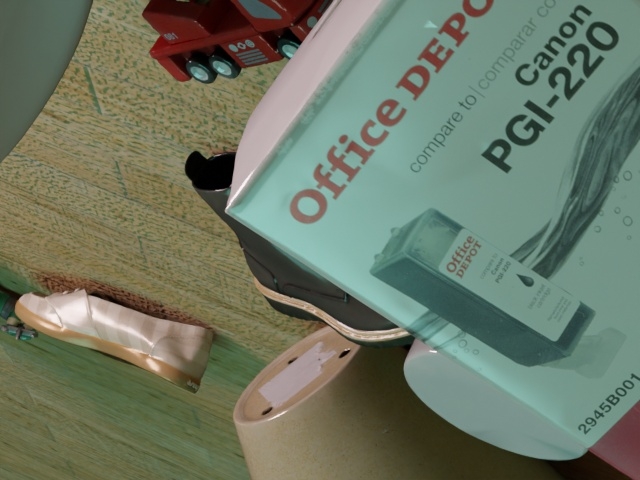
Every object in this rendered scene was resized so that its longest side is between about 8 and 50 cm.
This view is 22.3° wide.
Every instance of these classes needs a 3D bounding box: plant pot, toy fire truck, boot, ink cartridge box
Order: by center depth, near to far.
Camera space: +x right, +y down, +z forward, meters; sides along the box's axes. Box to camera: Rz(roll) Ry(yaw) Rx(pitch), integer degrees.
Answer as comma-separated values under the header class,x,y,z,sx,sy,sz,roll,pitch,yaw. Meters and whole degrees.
class,x,y,z,sx,sy,sz,roll,pitch,yaw
ink cartridge box,0.097,-0.026,0.607,0.218,0.092,0.158,34,115,-9
toy fire truck,-0.086,-0.152,0.923,0.192,0.047,0.135,-5,138,50
boot,0.000,0.000,1.110,0.197,0.077,0.137,3,141,42
plant pot,0.059,0.207,1.286,0.274,0.256,0.256,53,149,-15

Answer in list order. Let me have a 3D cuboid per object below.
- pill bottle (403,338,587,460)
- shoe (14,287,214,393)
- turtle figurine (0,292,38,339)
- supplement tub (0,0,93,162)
class,x,y,z,sx,sy,sz,roll,pitch,yaw
pill bottle,0.124,-0.011,0.768,0.121,0.216,0.121,24,156,11
shoe,-0.190,0.080,1.501,0.219,0.058,0.076,19,175,30
turtle figurine,-0.371,0.073,1.608,0.175,0.118,0.234,-6,160,-27
supplement tub,-0.309,-0.176,0.850,0.331,0.241,0.241,32,158,15
